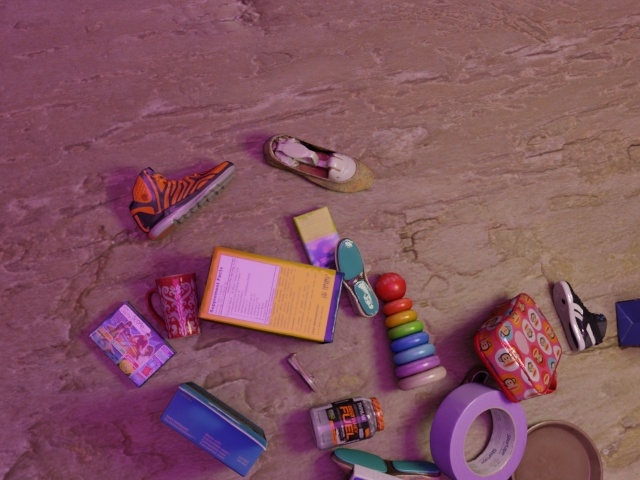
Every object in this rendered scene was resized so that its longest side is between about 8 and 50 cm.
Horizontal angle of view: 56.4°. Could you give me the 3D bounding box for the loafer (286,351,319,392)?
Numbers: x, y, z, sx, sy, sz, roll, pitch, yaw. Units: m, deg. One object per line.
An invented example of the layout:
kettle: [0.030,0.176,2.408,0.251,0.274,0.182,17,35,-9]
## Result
loafer: [-0.042,0.371,1.683,0.039,0.045,0.125,-40,83,-19]

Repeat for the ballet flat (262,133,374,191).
ballet flat: [-0.003,-0.231,1.766,0.349,0.123,0.123,18,78,-3]

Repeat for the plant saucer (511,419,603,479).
plant saucer: [0.672,0.656,1.714,0.278,0.041,0.277,1,80,-7]

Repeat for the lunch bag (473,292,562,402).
lunch bag: [0.568,0.308,1.661,0.258,0.120,0.293,55,39,4]

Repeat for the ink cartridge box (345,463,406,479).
ink cartridge box: [0.149,0.699,1.580,0.208,0.045,0.206,21,120,-2]

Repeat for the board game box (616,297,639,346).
board game box: [1.068,0.243,1.743,0.291,0.232,0.141,3,79,-7]

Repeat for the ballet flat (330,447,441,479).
ballet flat: [0.174,0.649,1.628,0.316,0.107,0.106,12,97,-3]

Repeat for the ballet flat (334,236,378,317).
ballet flat: [0.092,0.106,1.709,0.086,0.086,0.248,-21,100,-10]

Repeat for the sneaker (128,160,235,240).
sneaker: [-0.407,-0.162,1.699,0.321,0.124,0.180,-39,87,-12]

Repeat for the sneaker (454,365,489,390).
sneaker: [0.420,0.441,1.709,0.066,0.071,0.188,32,77,0]

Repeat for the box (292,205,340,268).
box: [0.000,0.000,1.758,0.109,0.042,0.178,-21,83,-10]

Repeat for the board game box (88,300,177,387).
board game box: [-0.516,0.285,1.646,0.136,0.035,0.201,-44,87,-12]

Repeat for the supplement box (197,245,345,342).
supplement box: [-0.134,0.156,1.635,0.357,0.195,0.194,12,78,-5]

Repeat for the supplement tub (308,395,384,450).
supplement tub: [0.071,0.495,1.634,0.191,0.117,0.116,-12,81,-9]

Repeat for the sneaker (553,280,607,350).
sneaker: [0.788,0.213,1.799,0.121,0.079,0.216,-15,90,-13]

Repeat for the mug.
mug: [-0.398,0.184,1.660,0.113,0.150,0.169,-6,83,-45]

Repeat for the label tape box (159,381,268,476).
label tape box: [-0.263,0.465,1.481,0.249,0.347,0.115,34,77,1]

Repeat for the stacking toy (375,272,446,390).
stacking toy: [0.237,0.249,1.700,0.141,0.141,0.330,-17,77,-10]

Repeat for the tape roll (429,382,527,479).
tape roll: [0.433,0.534,1.629,0.275,0.090,0.274,-2,95,-27]
